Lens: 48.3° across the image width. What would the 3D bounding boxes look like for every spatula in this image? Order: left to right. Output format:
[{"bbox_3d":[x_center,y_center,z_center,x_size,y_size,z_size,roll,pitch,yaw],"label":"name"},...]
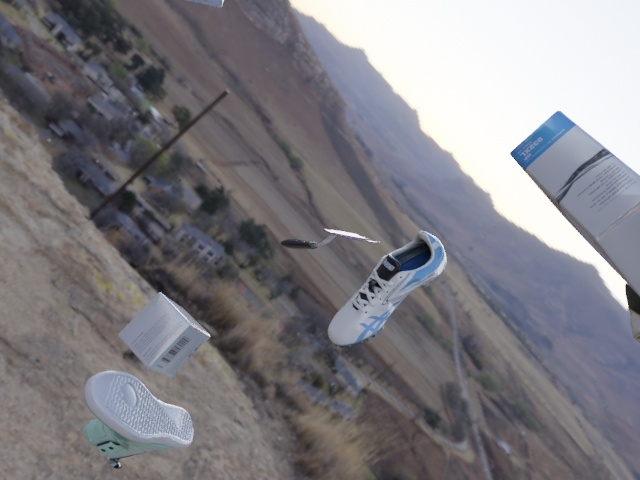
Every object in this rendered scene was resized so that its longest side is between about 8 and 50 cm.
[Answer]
[{"bbox_3d":[0.000,0.000,1.457,0.084,0.030,0.296,8,-10,-34],"label":"spatula"}]

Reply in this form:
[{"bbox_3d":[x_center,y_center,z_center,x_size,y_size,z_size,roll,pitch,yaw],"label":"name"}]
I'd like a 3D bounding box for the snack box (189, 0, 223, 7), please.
[{"bbox_3d":[-0.155,-0.274,0.677,0.141,0.037,0.100,10,47,-9],"label":"snack box"}]

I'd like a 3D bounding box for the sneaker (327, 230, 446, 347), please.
[{"bbox_3d":[0.098,0.074,1.140,0.085,0.237,0.086,43,-7,49],"label":"sneaker"}]

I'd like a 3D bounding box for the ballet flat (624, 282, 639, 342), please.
[{"bbox_3d":[0.707,0.190,1.473,0.095,0.096,0.280,37,10,-38],"label":"ballet flat"}]

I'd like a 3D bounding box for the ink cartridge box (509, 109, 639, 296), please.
[{"bbox_3d":[0.511,-0.067,1.296,0.223,0.129,0.307,40,16,-34],"label":"ink cartridge box"}]

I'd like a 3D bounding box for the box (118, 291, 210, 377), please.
[{"bbox_3d":[-0.262,0.161,1.206,0.087,0.101,0.102,41,-7,21],"label":"box"}]

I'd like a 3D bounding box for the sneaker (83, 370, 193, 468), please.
[{"bbox_3d":[-0.319,0.283,1.092,0.256,0.151,0.094,55,21,-54],"label":"sneaker"}]
